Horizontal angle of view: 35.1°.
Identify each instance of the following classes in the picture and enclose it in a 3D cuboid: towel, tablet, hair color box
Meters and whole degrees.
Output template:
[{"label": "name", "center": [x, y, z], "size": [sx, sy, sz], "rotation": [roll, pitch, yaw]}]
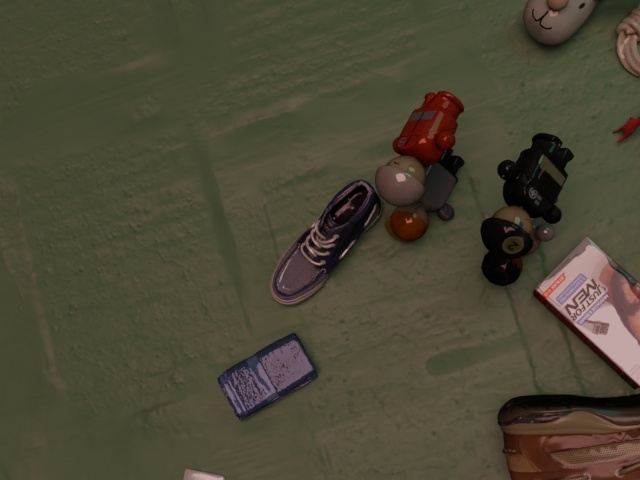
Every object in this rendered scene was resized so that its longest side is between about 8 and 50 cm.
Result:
[{"label": "towel", "center": [-0.067, 0.172, 1.285], "size": [0.119, 0.029, 0.067], "rotation": [-31, 76, 4]}, {"label": "tablet", "center": [-0.154, 0.335, 1.281], "size": [0.054, 0.006, 0.083], "rotation": [9, 81, 11]}, {"label": "hair color box", "center": [0.348, 0.086, 1.214], "size": [0.093, 0.053, 0.167], "rotation": [-46, 76, -2]}]

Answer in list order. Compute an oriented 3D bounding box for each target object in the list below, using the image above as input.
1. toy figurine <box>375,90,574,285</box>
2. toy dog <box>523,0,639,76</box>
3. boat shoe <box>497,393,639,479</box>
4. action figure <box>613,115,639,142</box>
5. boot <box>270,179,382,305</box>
[{"label": "toy figurine", "center": [0.175, -0.049, 1.190], "size": [0.213, 0.209, 0.148], "rotation": [25, 73, 13]}, {"label": "toy dog", "center": [0.397, -0.386, 1.241], "size": [0.220, 0.161, 0.334], "rotation": [24, 84, 14]}, {"label": "boat shoe", "center": [0.368, 0.239, 1.156], "size": [0.323, 0.122, 0.120], "rotation": [-2, 89, 13]}, {"label": "action figure", "center": [0.442, -0.092, 1.194], "size": [0.091, 0.139, 0.280], "rotation": [14, 52, -21]}, {"label": "boot", "center": [0.000, 0.000, 1.276], "size": [0.069, 0.086, 0.190], "rotation": [40, 88, 15]}]
